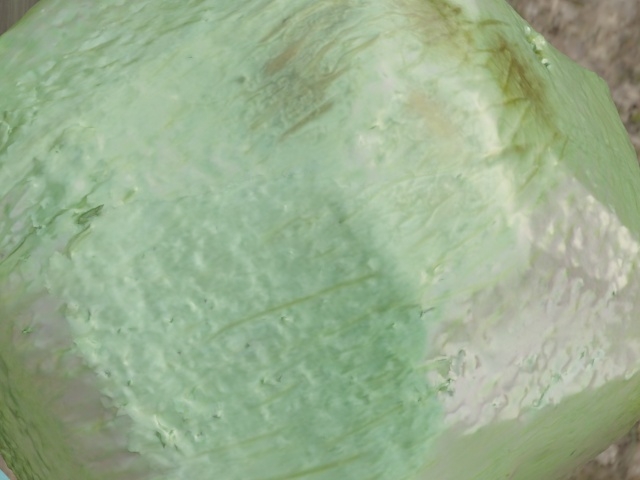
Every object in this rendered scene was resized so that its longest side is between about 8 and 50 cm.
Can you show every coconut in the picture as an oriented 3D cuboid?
[{"bbox_3d":[0.000,0.000,0.718,0.328,0.281,0.328,3,60,-6],"label":"coconut"}]

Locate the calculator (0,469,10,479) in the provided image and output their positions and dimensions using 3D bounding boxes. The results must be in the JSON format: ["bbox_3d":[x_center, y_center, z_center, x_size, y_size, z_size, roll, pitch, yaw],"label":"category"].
[{"bbox_3d":[-0.468,0.359,1.772,0.256,0.054,0.386,46,109,-1],"label":"calculator"}]

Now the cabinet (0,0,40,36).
[{"bbox_3d":[-0.114,-0.166,1.166,0.215,0.175,0.148,4,95,2],"label":"cabinet"}]
